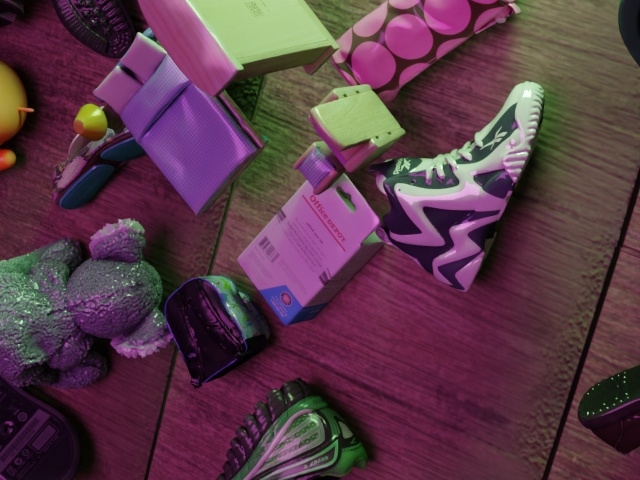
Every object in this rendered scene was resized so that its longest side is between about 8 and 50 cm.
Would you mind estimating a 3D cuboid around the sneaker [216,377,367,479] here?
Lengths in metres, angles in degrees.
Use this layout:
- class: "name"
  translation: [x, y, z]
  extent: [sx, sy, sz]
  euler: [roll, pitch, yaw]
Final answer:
- class: "sneaker"
  translation: [-0.071, 0.336, 1.648]
  extent: [0.146, 0.134, 0.344]
  euler: [39, 112, 24]

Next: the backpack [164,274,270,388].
- class: "backpack"
  translation: [-0.126, 0.100, 1.696]
  extent: [0.105, 0.084, 0.114]
  euler: [-36, 79, 29]

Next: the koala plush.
- class: "koala plush"
  translation: [-0.291, 0.082, 1.755]
  extent: [0.221, 0.203, 0.196]
  euler: [-14, 86, 21]

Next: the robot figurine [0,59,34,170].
- class: "robot figurine"
  translation: [-0.477, -0.168, 1.883]
  extent: [0.219, 0.128, 0.158]
  euler: [-21, 67, 33]

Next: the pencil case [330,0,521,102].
- class: "pencil case"
  translation: [0.112, -0.229, 1.519]
  extent: [0.209, 0.095, 0.098]
  euler: [-34, 94, 32]

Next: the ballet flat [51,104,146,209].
- class: "ballet flat"
  translation: [-0.270, -0.121, 1.785]
  extent: [0.221, 0.077, 0.079]
  euler: [-34, 67, 33]

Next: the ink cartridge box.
- class: "ink cartridge box"
  translation: [0.000, 0.000, 1.621]
  extent: [0.180, 0.060, 0.104]
  euler: [-47, 69, 27]

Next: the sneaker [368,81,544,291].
- class: "sneaker"
  translation: [0.132, -0.077, 1.492]
  extent: [0.153, 0.094, 0.235]
  euler: [24, 117, 7]

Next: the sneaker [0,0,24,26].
- class: "sneaker"
  translation: [-0.512, -0.351, 1.912]
  extent: [0.330, 0.122, 0.146]
  euler: [-6, 72, 34]

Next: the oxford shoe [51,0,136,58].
- class: "oxford shoe"
  translation: [-0.306, -0.326, 1.791]
  extent: [0.083, 0.096, 0.227]
  euler: [-39, 91, 15]

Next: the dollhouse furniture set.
- class: "dollhouse furniture set"
  translation: [-0.133, -0.117, 1.529]
  extent: [0.303, 0.198, 0.286]
  euler: [-43, 79, 33]

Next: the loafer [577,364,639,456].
- class: "loafer"
  translation: [0.365, 0.150, 1.397]
  extent: [0.220, 0.080, 0.078]
  euler: [-25, 113, 31]

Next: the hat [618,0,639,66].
- class: "hat"
  translation: [0.387, -0.265, 1.373]
  extent: [0.173, 0.184, 0.208]
  euler: [-14, 127, 40]

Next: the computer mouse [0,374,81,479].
- class: "computer mouse"
  translation: [-0.421, 0.238, 1.890]
  extent: [0.272, 0.072, 0.188]
  euler: [40, 74, 18]
